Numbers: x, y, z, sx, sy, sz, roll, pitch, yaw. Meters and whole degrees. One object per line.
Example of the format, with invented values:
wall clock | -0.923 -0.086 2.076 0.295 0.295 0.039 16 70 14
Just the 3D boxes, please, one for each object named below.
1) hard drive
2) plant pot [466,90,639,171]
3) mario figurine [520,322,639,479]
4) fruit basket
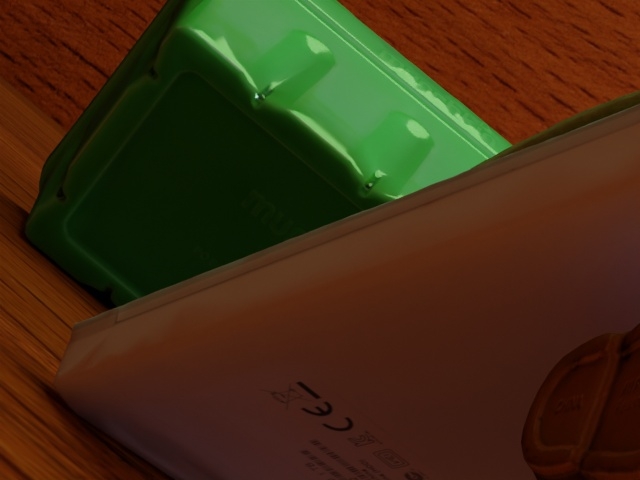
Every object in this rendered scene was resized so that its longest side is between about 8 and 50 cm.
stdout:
hard drive | 0.083 0.055 0.500 0.307 0.040 0.203 -21 -49 39
plant pot | 0.139 0.103 0.738 0.254 0.276 0.276 57 -5 -12
mario figurine | 0.201 0.129 0.369 0.320 0.198 0.170 22 35 -18
fruit basket | 0.000 0.000 1.048 0.392 0.283 0.392 36 17 -13
